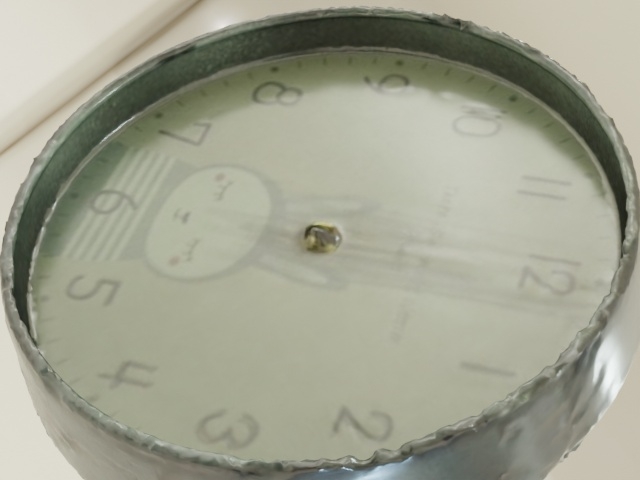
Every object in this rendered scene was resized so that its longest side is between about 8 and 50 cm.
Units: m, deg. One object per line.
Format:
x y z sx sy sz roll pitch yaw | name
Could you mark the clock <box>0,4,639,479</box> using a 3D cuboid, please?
0.000 0.000 0.429 0.215 0.215 0.042 41 -26 37 | clock
